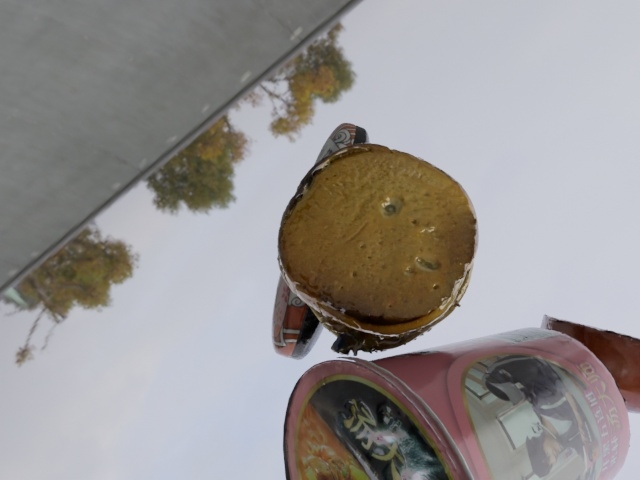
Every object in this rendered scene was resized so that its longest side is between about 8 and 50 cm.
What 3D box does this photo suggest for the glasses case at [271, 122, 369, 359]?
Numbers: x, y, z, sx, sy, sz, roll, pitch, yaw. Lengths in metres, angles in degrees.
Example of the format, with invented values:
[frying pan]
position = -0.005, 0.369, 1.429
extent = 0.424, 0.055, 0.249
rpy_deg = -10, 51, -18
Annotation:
[glasses case]
position = 0.000, 0.000, 0.773
extent = 0.103, 0.067, 0.267
rpy_deg = 159, -54, -81

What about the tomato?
[tomato]
position = 0.358, 0.150, 0.809
extent = 0.225, 0.224, 0.085
rpy_deg = -170, -88, -67

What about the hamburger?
[hamburger]
position = 0.049, 0.002, 0.643
extent = 0.181, 0.191, 0.118
rpy_deg = -36, 163, -13

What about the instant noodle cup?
[instant noodle cup]
position = 0.132, 0.183, 0.604
extent = 0.255, 0.244, 0.244
rpy_deg = -11, 176, -37
